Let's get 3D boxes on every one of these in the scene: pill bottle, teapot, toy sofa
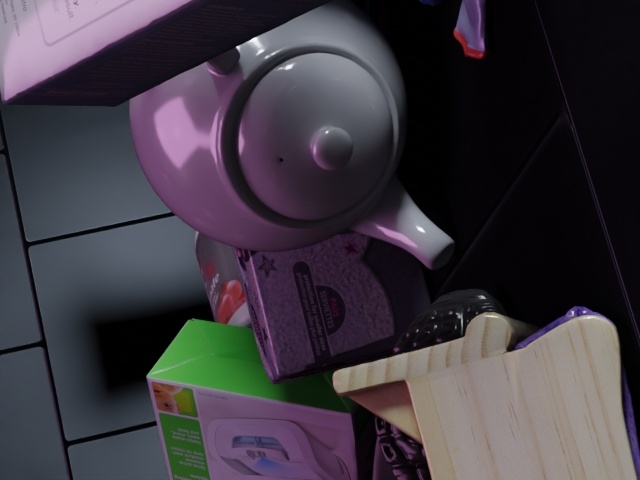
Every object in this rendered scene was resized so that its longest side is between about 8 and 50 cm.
[{"bbox_3d":[-0.070,0.034,1.796,0.318,0.176,0.176,-111,12,-48],"label":"pill bottle"},{"bbox_3d":[-0.030,-0.098,1.104,0.187,0.256,0.253,-143,49,-63],"label":"teapot"},{"bbox_3d":[0.145,0.227,0.831,0.150,0.177,0.363,21,-127,-70],"label":"toy sofa"}]

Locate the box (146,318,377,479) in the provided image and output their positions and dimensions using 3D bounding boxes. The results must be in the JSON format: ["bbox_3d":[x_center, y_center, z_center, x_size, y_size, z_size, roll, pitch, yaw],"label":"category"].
[{"bbox_3d":[-0.050,0.234,1.619,0.127,0.261,0.231,-54,-34,-50],"label":"box"}]

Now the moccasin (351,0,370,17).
[{"bbox_3d":[-0.021,-0.253,1.242,0.342,0.116,0.138,93,163,-61],"label":"moccasin"}]

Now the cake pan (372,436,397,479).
[{"bbox_3d":[0.111,0.278,1.199,0.293,0.054,0.293,176,90,-76],"label":"cake pan"}]

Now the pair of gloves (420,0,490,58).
[{"bbox_3d":[0.080,-0.223,0.936,0.198,0.023,0.159,-117,17,-59],"label":"pair of gloves"}]

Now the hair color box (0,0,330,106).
[{"bbox_3d":[-0.069,-0.230,0.860,0.374,0.113,0.185,-19,81,39],"label":"hair color box"}]

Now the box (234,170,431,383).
[{"bbox_3d":[0.000,0.000,1.309,0.142,0.163,0.247,115,141,-79],"label":"box"}]

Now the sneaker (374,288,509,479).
[{"bbox_3d":[0.113,0.180,1.010,0.130,0.109,0.286,20,-111,-57],"label":"sneaker"}]
